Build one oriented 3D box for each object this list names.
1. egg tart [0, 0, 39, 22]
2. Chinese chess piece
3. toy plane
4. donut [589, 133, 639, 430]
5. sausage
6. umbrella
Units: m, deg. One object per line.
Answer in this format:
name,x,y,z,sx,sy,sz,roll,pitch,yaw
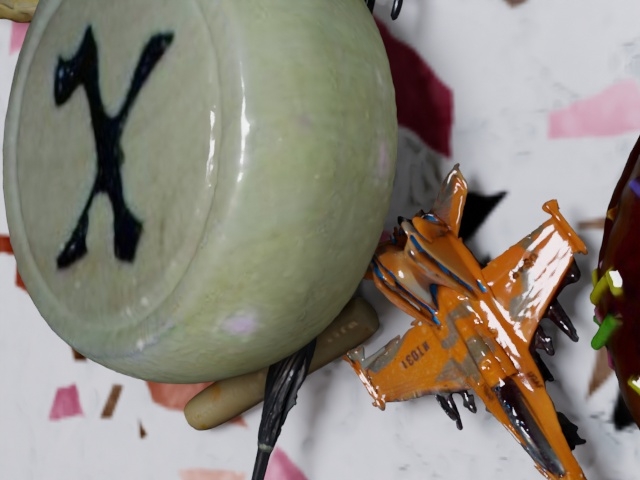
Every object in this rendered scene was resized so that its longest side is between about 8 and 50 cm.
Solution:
egg tart,-0.180,-0.274,0.679,0.314,0.120,0.315,3,95,30
Chinese chess piece,-0.067,-0.049,0.613,0.237,0.092,0.238,-4,85,50
toy plane,0.086,0.060,0.586,0.135,0.062,0.188,-42,78,25
donut,0.208,0.016,0.483,0.216,0.096,0.230,36,110,18
sausage,-0.024,0.069,0.672,0.132,0.024,0.024,-33,78,28
umbrella,-0.003,-0.002,0.635,0.044,0.044,0.269,29,106,52
